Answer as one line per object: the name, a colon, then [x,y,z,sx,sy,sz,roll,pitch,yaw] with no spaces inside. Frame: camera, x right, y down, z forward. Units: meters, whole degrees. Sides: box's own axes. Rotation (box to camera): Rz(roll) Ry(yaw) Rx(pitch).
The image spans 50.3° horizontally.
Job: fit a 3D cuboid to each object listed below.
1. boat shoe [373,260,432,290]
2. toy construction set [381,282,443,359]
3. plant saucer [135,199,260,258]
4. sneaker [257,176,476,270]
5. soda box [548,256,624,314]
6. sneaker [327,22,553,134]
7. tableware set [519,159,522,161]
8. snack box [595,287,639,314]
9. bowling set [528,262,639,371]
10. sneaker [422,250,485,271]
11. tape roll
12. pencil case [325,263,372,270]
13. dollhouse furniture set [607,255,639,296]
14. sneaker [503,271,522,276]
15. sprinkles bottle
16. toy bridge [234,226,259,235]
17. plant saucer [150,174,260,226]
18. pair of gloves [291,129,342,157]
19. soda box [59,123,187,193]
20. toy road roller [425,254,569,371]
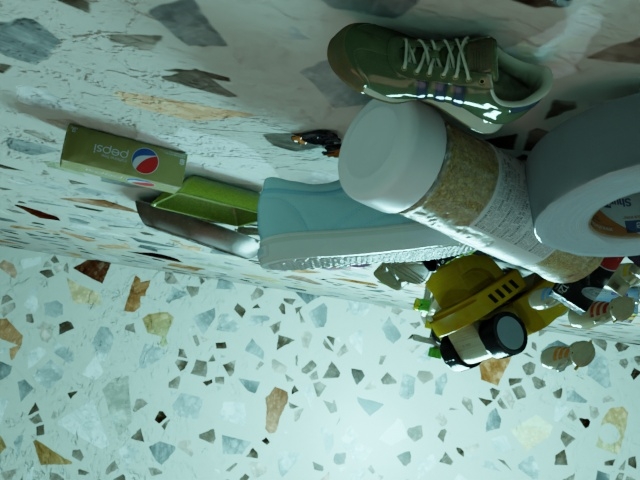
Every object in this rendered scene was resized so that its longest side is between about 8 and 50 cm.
boat shoe: [0.193,0.042,1.532,0.104,0.089,0.285,36,164,-4]
toy construction set: [0.341,0.195,1.778,0.309,0.237,0.257,13,169,-25]
plant saucer: [-0.267,-0.017,1.517,0.310,0.050,0.310,19,176,2]
sneaker: [0.093,-0.049,0.930,0.366,0.150,0.135,-4,170,-14]
soda box: [0.376,0.016,0.909,0.053,0.169,0.060,34,179,19]
sneaker: [0.108,-0.146,0.564,0.192,0.064,0.086,14,162,-28]
tableware set: [0.306,-0.072,0.910,0.169,0.020,0.141,12,167,0]
snack box: [0.708,0.160,1.737,0.174,0.070,0.207,5,168,20]
bowling set: [0.462,0.082,1.232,0.200,0.287,0.154,43,159,-3]
sneaker: [0.216,0.013,1.258,0.235,0.097,0.084,15,169,-31]
tape roll: [0.317,-0.057,0.667,0.219,0.072,0.219,-1,156,-1]
pencil case: [0.000,0.000,1.342,0.124,0.124,0.284,14,170,-29]
dollhouse furniture set: [0.464,0.062,0.906,0.081,0.091,0.114,6,-149,-47]
sneaker: [0.480,0.114,1.711,0.054,0.061,0.152,5,168,30]
sprinkles bottle: [0.190,-0.049,0.791,0.355,0.121,0.121,20,166,-33]
toy bridge: [-0.113,-0.012,1.620,0.188,0.026,0.063,9,169,2]
plant saucer: [-0.201,-0.075,1.280,0.188,0.045,0.188,14,169,-27]
pair of gloves: [0.012,-0.126,0.897,0.074,0.010,0.083,1,165,44]
soda box: [-0.304,-0.124,1.055,0.181,0.058,0.061,12,170,-22]
toy road roller: [0.385,0.123,1.537,0.329,0.240,0.202,-27,174,-33]
